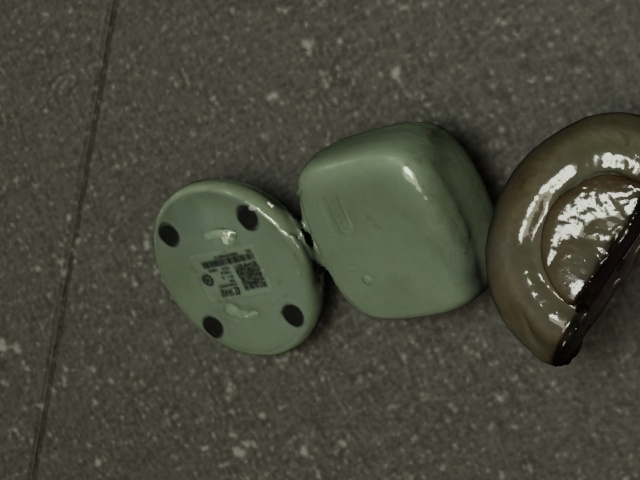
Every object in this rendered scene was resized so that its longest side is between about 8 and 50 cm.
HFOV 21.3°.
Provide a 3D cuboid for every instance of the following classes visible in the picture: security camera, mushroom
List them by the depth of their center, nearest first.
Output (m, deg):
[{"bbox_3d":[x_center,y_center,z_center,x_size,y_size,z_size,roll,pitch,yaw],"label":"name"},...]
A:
[{"bbox_3d":[0.180,-0.009,1.209,0.117,0.141,0.188,30,95,27],"label":"mushroom"},{"bbox_3d":[0.000,0.000,1.330,0.301,0.080,0.157,-13,110,37],"label":"security camera"}]
